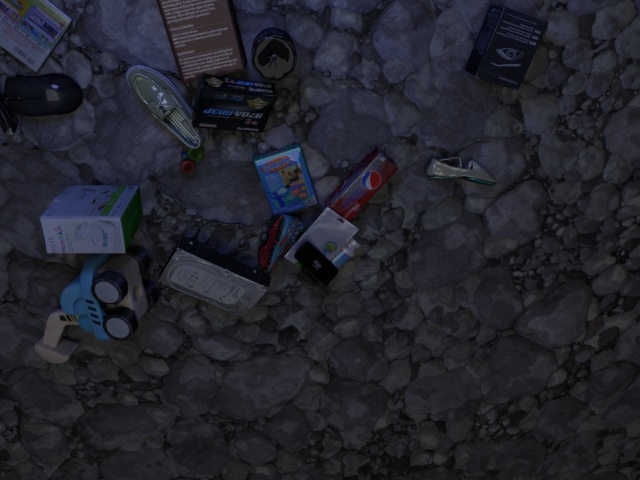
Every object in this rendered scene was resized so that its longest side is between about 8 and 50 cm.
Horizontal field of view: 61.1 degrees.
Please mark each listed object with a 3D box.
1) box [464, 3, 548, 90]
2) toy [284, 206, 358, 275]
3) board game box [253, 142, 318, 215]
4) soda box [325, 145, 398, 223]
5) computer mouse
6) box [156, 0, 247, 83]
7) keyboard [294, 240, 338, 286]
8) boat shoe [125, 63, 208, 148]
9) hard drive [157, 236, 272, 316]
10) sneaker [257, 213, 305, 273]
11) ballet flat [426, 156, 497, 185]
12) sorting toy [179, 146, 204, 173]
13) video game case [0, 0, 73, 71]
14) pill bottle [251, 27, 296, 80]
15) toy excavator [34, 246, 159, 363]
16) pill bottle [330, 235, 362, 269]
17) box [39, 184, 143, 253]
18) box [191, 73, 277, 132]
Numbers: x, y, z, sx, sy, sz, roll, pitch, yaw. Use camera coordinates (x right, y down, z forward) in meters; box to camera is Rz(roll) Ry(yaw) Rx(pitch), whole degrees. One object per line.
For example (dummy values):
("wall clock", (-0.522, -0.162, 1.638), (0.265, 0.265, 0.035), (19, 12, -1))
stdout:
("box", (0.551, -0.577, 1.623), (0.153, 0.108, 0.207), (14, 116, -13))
("toy", (0.000, 0.000, 1.844), (0.137, 0.056, 0.237), (34, 109, -20))
("board game box", (-0.112, -0.198, 1.790), (0.160, 0.047, 0.210), (-16, 118, 4))
("soda box", (0.132, -0.182, 1.801), (0.092, 0.083, 0.263), (36, 109, -21))
("computer mouse", (-0.845, -0.415, 1.596), (0.272, 0.072, 0.189), (-8, 117, -1))
("box", (-0.340, -0.648, 1.488), (0.191, 0.143, 0.382), (-11, 119, 1))
("keyboard", (-0.026, 0.084, 1.845), (0.100, 0.038, 0.192), (-48, 124, -5))
("boat shoe", (-0.455, -0.401, 1.626), (0.109, 0.094, 0.302), (-41, 113, 15))
("hard drive", (-0.369, 0.135, 1.880), (0.338, 0.064, 0.237), (26, 137, -18))
("sneaker", (-0.130, 0.025, 1.870), (0.125, 0.104, 0.262), (3, 134, -31))
("ballet flat", (0.478, -0.236, 1.814), (0.248, 0.086, 0.086), (6, 117, -7))
("sorting toy", (-0.419, -0.265, 1.736), (0.061, 0.042, 0.102), (30, 99, -35))
("video game case", (-0.840, -0.618, 1.519), (0.212, 0.023, 0.193), (38, 108, -21))
("pill bottle", (-0.131, -0.529, 1.520), (0.122, 0.219, 0.123), (-2, 118, -4))
("toy excavator", (-0.811, 0.239, 1.888), (0.445, 0.222, 0.433), (1, 118, 9))
("pill bottle", (0.066, 0.044, 1.909), (0.160, 0.087, 0.087), (-41, 113, 15))
("box", (-0.698, -0.074, 1.679), (0.231, 0.262, 0.127), (-1, 118, -6))
("box", (-0.257, -0.397, 1.596), (0.220, 0.051, 0.175), (1, 151, -23))
